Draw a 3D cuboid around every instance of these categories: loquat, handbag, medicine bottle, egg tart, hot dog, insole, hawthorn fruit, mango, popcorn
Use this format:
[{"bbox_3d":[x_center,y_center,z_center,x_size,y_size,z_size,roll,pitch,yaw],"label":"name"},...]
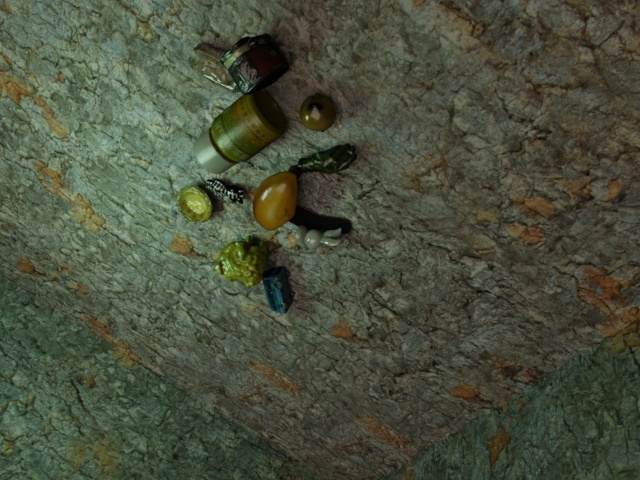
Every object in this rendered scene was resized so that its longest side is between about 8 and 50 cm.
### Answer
[{"bbox_3d":[-0.011,-0.519,1.649,0.163,0.137,0.163,-2,120,-4],"label":"loquat"},{"bbox_3d":[-0.249,-0.691,1.549,0.181,0.254,0.181,-25,108,39],"label":"handbag"},{"bbox_3d":[-0.355,-0.457,1.736,0.384,0.224,0.224,-27,109,29],"label":"medicine bottle"},{"bbox_3d":[-0.634,-0.189,2.053,0.212,0.090,0.213,6,121,10],"label":"egg tart"},{"bbox_3d":[-0.426,-0.726,1.690,0.267,0.075,0.144,33,118,1],"label":"hot dog"},{"bbox_3d":[-0.017,-0.098,1.971,0.347,0.009,0.119,11,123,10],"label":"insole"},{"bbox_3d":[-0.117,-0.307,1.823,0.066,0.103,0.067,0,101,-2],"label":"hawthorn fruit"},{"bbox_3d":[-0.198,-0.184,1.849,0.201,0.199,0.350,58,144,19],"label":"mango"},{"bbox_3d":[-0.408,0.104,2.073,0.249,0.242,0.235,12,138,-4],"label":"popcorn"}]

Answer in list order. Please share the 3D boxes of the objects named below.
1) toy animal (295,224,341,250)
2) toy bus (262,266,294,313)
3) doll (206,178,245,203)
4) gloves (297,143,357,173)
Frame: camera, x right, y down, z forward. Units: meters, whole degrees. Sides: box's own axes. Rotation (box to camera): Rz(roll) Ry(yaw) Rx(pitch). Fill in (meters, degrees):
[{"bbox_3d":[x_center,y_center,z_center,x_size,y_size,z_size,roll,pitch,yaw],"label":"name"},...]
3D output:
[{"bbox_3d":[-0.002,-0.002,1.958,0.220,0.104,0.131,10,129,12],"label":"toy animal"},{"bbox_3d":[-0.232,0.269,2.185,0.134,0.113,0.247,2,122,22],"label":"toy bus"},{"bbox_3d":[-0.462,-0.247,1.984,0.219,0.067,0.091,21,126,11],"label":"doll"},{"bbox_3d":[0.031,-0.345,1.763,0.267,0.107,0.135,-13,146,20],"label":"gloves"}]
